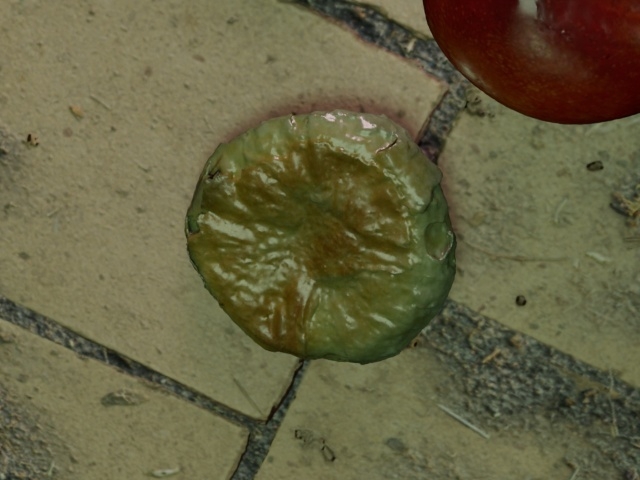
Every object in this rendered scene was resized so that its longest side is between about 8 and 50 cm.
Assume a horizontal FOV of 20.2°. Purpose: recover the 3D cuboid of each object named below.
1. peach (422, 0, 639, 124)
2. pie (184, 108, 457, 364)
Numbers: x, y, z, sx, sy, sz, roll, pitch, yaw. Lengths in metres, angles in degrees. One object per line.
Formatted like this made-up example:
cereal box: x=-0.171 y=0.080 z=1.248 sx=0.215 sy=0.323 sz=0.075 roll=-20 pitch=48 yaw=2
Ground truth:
peach: x=0.224 y=-0.213 z=1.540 sx=0.245 sy=0.274 sz=0.248 roll=39 pitch=127 yaw=9
pie: x=0.000 y=0.000 z=1.833 sx=0.306 sy=0.071 sz=0.306 roll=7 pitch=118 yaw=13
